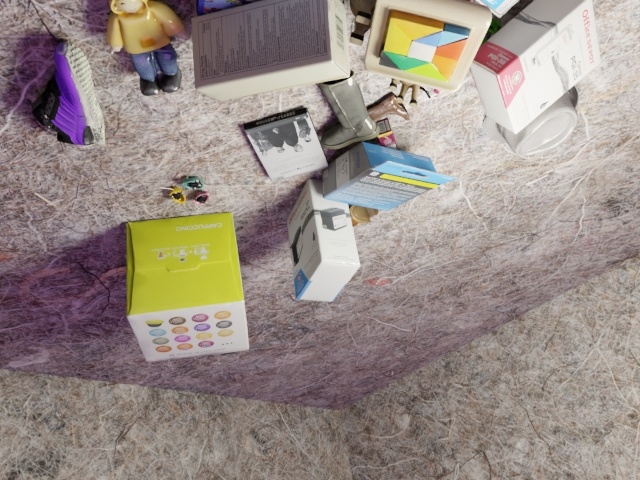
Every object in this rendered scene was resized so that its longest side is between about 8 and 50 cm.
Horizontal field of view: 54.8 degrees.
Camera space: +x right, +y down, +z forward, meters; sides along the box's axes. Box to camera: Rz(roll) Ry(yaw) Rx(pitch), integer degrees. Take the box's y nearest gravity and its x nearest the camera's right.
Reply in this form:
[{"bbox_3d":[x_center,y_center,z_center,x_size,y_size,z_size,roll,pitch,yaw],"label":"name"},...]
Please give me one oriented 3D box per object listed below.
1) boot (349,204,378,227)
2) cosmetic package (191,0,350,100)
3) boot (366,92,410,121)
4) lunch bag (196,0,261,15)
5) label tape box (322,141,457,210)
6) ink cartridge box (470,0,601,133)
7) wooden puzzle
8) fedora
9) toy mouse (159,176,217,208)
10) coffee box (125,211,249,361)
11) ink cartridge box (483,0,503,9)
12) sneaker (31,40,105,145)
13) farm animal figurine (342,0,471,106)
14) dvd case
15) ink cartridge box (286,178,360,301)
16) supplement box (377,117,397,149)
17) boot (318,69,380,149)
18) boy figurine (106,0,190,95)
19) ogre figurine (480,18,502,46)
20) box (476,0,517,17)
[{"bbox_3d":[0.089,-0.067,1.978,0.152,0.073,0.197,-22,175,26],"label":"boot"},{"bbox_3d":[-0.105,-0.400,1.277,0.309,0.160,0.113,-4,177,22],"label":"cosmetic package"},{"bbox_3d":[0.175,-0.338,1.680,0.114,0.037,0.106,-30,130,21],"label":"boot"},{"bbox_3d":[-0.134,-0.538,1.229,0.220,0.138,0.293,-3,162,-13],"label":"lunch bag"},{"bbox_3d":[0.188,-0.193,1.750,0.240,0.106,0.333,8,162,-28],"label":"label tape box"},{"bbox_3d":[0.509,-0.428,1.459,0.283,0.117,0.207,-40,136,-1],"label":"ink cartridge box"},{"bbox_3d":[0.207,-0.398,1.254,0.220,0.044,0.239,15,156,2],"label":"wooden puzzle"},{"bbox_3d":[0.614,-0.329,1.750,0.275,0.124,0.243,-33,141,29],"label":"fedora"},{"bbox_3d":[-0.366,-0.148,1.807,0.143,0.031,0.161,-20,146,13],"label":"toy mouse"},{"bbox_3d":[-0.418,0.149,1.960,0.337,0.338,0.334,-6,146,-8],"label":"coffee box"},{"bbox_3d":[0.352,-0.570,1.175,0.148,0.086,0.203,16,136,-36],"label":"ink cartridge box"},{"bbox_3d":[-0.592,-0.319,1.414,0.146,0.102,0.293,-5,147,-9],"label":"sneaker"},{"bbox_3d":[0.197,-0.477,1.359,0.326,0.172,0.330,23,156,-17],"label":"farm animal figurine"},{"bbox_3d":[-0.090,-0.261,1.719,0.179,0.030,0.239,-14,148,8],"label":"dvd case"},{"bbox_3d":[0.000,0.000,1.892,0.128,0.308,0.223,6,144,-21],"label":"ink cartridge box"},{"bbox_3d":[0.185,-0.294,1.734,0.043,0.055,0.083,-17,148,10],"label":"supplement box"},{"bbox_3d":[0.044,-0.338,1.608,0.189,0.076,0.208,-14,146,25],"label":"boot"},{"bbox_3d":[-0.368,-0.442,1.310,0.177,0.092,0.285,-7,150,-3],"label":"boy figurine"},{"bbox_3d":[0.431,-0.452,1.536,0.118,0.097,0.197,-40,150,19],"label":"ogre figurine"},{"bbox_3d":[0.334,-0.608,1.274,0.289,0.087,0.169,16,138,-36],"label":"box"}]
